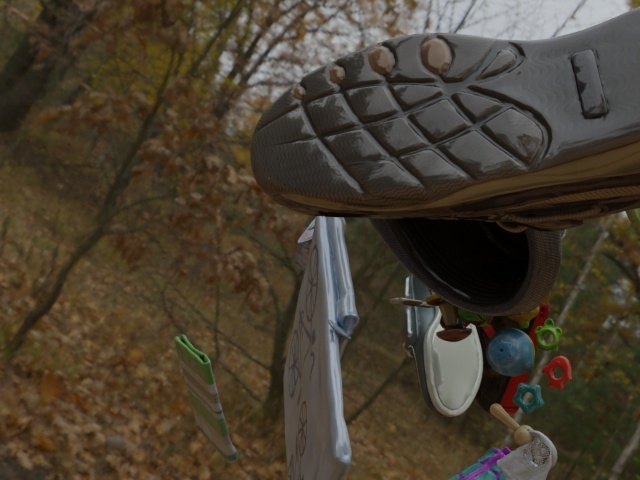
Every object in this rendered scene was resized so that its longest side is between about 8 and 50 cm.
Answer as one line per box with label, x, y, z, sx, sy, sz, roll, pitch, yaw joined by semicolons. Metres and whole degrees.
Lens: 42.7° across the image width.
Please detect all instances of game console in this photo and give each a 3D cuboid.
game console;0.333;0.133;1.693;0.060;0.342;0.386;-5;39;-19

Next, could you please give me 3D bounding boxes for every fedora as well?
fedora;0.176;-0.051;0.934;0.275;0.124;0.243;47;-36;14

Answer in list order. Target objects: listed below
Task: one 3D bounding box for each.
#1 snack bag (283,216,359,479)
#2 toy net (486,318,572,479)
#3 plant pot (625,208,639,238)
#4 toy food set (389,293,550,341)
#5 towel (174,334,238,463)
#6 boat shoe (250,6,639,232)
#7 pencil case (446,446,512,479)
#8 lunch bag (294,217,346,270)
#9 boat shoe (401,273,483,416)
snack bag;-0.003;0.183;0.927;0.037;0.323;0.342;5;43;-9
toy net;0.290;0.229;1.110;0.122;0.232;0.045;-13;-18;29
plant pot;0.401;-0.103;0.601;0.276;0.276;0.254;32;-28;14
toy food set;0.225;0.108;1.181;0.218;0.071;0.128;-12;-15;30
towel;-0.148;0.206;1.077;0.113;0.023;0.152;24;-51;56
boat shoe;0.131;-0.055;0.534;0.355;0.132;0.130;-5;-33;17
pencil case;0.231;0.376;1.249;0.064;0.152;0.070;34;-43;43
lunch bag;0.000;0.000;1.201;0.053;0.071;0.083;32;-35;8
boat shoe;0.190;0.157;1.350;0.116;0.099;0.319;26;45;-25
